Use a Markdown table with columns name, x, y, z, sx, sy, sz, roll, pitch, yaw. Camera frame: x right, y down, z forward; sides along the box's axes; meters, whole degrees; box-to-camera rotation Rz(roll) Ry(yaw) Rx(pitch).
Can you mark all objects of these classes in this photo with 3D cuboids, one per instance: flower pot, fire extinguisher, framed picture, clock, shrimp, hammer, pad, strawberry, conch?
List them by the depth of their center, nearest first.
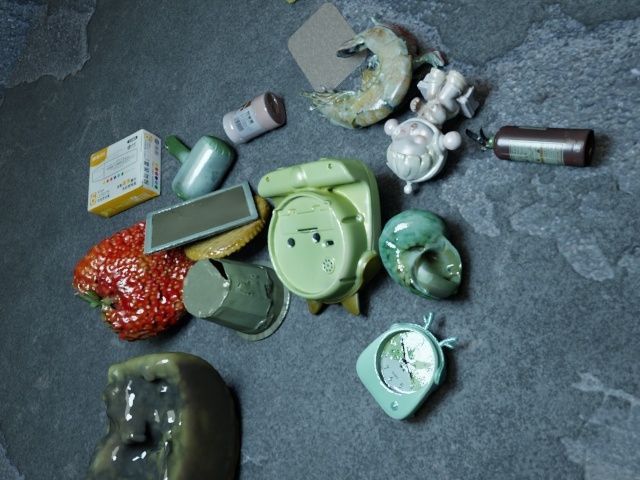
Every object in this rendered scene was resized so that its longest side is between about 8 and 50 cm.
| name | x | y | z | sx | sy | sz | roll | pitch | yaw |
| --- | --- | --- | --- | --- | --- | --- | --- | --- | --- |
| fire extinguisher | 0.400 | -0.194 | 1.058 | 0.231 | 0.099 | 0.071 | 14 | 80 | 36 |
| clock | 0.184 | 0.244 | 1.096 | 0.211 | 0.066 | 0.159 | -47 | 55 | 13 |
| conch | 0.206 | 0.022 | 1.116 | 0.176 | 0.122 | 0.188 | 10 | 83 | 15 |
| clock | 0.000 | 0.000 | 1.217 | 0.286 | 0.117 | 0.348 | -6 | 91 | 42 |
| shrimp | 0.078 | -0.389 | 1.320 | 0.360 | 0.085 | 0.246 | 6 | 88 | 47 |
| flower pot | -0.208 | 0.127 | 1.324 | 0.212 | 0.203 | 0.212 | -10 | 69 | 28 |
| framed picture | -0.315 | -0.061 | 1.424 | 0.293 | 0.018 | 0.231 | -18 | 32 | -5 |
| pad | 0.013 | -0.525 | 1.487 | 0.176 | 0.002 | 0.266 | -39 | 58 | 19 |
| strawberry | -0.473 | 0.096 | 1.508 | 0.312 | 0.267 | 0.351 | 41 | 70 | 10 |
| hammer | -0.398 | -0.249 | 1.632 | 0.335 | 0.119 | 0.206 | 38 | 97 | 43 |

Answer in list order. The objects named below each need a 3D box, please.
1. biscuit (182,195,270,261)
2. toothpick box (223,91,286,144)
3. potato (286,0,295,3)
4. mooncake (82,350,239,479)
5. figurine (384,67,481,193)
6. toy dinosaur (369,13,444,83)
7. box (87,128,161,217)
| name | x | y | z | sx | sy | sz | roll | pitch | yaw |
| --- | --- | --- | --- | --- | --- | --- | --- | --- | --- |
| biscuit | -0.243 | -0.031 | 1.422 | 0.254 | 0.035 | 0.254 | -20 | 32 | 13 |
| toothpick box | -0.183 | -0.337 | 1.506 | 0.149 | 0.098 | 0.098 | -19 | 66 | 30 |
| potato | -0.077 | -0.732 | 1.588 | 0.051 | 0.040 | 0.083 | 33 | 95 | 42 |
| mooncake | -0.377 | 0.469 | 1.212 | 0.246 | 0.394 | 0.393 | -16 | 107 | 33 |
| figurine | 0.223 | -0.231 | 1.180 | 0.182 | 0.144 | 0.256 | 31 | 93 | 17 |
| toy dinosaur | 0.190 | -0.478 | 1.319 | 0.167 | 0.053 | 0.242 | -24 | 63 | 26 |
| box | -0.648 | -0.215 | 1.797 | 0.274 | 0.091 | 0.220 | -20 | 65 | 28 |
